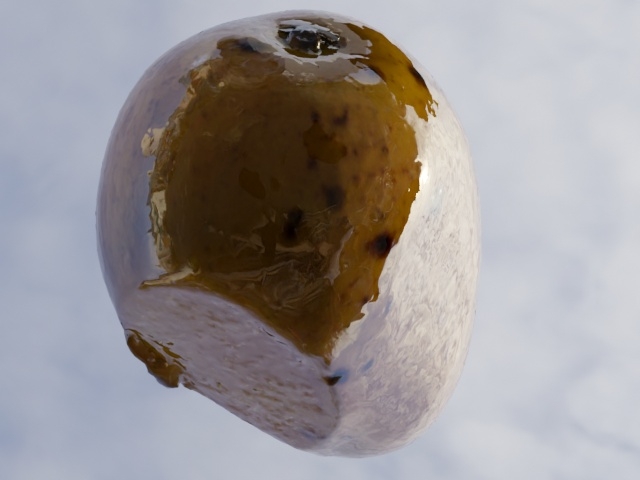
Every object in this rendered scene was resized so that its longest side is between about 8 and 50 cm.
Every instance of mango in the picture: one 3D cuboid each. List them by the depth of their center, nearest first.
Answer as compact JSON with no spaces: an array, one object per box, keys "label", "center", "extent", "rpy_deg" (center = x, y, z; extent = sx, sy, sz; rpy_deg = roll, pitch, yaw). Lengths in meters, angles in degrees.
[{"label":"mango","center":[0.000,0.000,0.937],"extent":[0.191,0.160,0.290],"rpy_deg":[-63,-34,-27]}]
